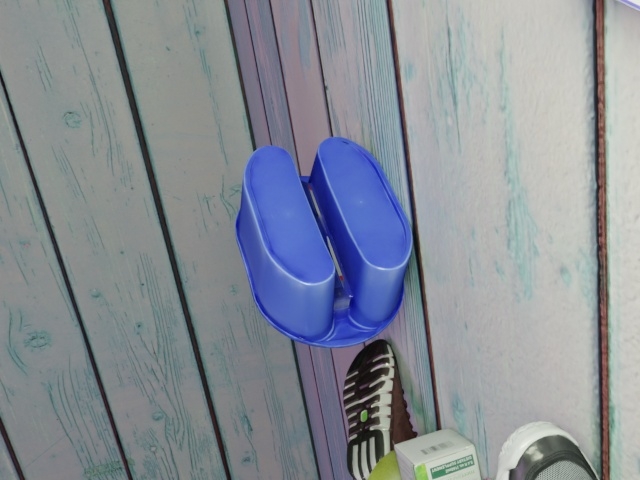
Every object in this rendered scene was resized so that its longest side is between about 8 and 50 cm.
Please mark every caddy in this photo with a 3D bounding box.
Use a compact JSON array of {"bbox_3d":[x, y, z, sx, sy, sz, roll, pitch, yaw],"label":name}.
[{"bbox_3d":[0.000,0.000,0.975,0.179,0.241,0.341,101,155,-51],"label":"caddy"}]

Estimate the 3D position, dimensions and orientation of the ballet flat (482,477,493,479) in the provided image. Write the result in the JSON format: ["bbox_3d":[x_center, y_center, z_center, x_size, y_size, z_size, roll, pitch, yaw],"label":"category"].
[{"bbox_3d":[0.175,0.411,0.807,0.077,0.079,0.222,-45,-35,-82],"label":"ballet flat"}]

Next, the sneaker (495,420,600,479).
[{"bbox_3d":[0.235,0.286,0.504,0.153,0.101,0.269,-166,57,-77],"label":"sneaker"}]

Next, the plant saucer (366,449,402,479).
[{"bbox_3d":[0.140,0.445,0.959,0.037,0.241,0.241,-10,95,42],"label":"plant saucer"}]

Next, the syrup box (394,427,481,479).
[{"bbox_3d":[0.185,0.405,0.895,0.096,0.093,0.237,176,81,-78],"label":"syrup box"}]

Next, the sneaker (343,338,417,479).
[{"bbox_3d":[0.125,0.323,1.108,0.162,0.106,0.281,41,-144,-26],"label":"sneaker"}]

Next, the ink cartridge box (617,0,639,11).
[{"bbox_3d":[0.190,-0.199,0.270,0.206,0.045,0.208,-116,18,-48],"label":"ink cartridge box"}]
